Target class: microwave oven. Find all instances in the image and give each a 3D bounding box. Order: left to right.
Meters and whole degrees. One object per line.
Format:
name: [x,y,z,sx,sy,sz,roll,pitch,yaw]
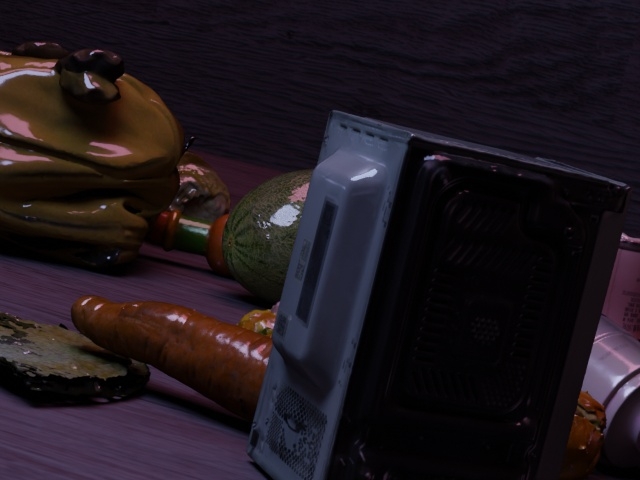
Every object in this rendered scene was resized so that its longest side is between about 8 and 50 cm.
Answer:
microwave oven: [0.062,0.048,0.892,0.162,0.208,0.122,11,7,-24]

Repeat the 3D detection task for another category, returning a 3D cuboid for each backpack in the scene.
backpack: [-0.313,-0.104,1.556,0.378,0.201,0.353,10,6,-23]

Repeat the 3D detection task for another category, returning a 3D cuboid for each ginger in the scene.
ginger: [-0.192,-0.059,1.869,0.263,0.116,0.109,13,-37,52]

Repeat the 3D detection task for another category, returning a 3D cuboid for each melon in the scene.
melon: [0.000,0.000,1.534,0.192,0.139,0.139,0,12,-28]

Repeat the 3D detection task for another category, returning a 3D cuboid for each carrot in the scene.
carrot: [-0.066,0.077,1.024,0.248,0.059,0.059,20,8,26]

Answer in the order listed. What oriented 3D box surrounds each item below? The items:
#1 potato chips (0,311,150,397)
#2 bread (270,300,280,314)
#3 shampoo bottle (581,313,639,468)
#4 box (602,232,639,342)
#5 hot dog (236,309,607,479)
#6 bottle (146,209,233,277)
potato chips: [-0.219,0.063,1.041,0.220,0.029,0.202,17,6,7]
bread: [0.094,0.090,1.378,0.301,0.045,0.301,12,6,-1]
shampoo bottle: [0.171,0.082,1.203,0.092,0.092,0.303,8,21,-40]
box: [0.296,0.050,1.756,0.151,0.135,0.151,12,7,-1]
hot dog: [0.062,0.102,1.077,0.269,0.072,0.115,14,14,0]
bottle: [-0.085,0.005,1.653,0.187,0.069,0.069,14,6,1]
